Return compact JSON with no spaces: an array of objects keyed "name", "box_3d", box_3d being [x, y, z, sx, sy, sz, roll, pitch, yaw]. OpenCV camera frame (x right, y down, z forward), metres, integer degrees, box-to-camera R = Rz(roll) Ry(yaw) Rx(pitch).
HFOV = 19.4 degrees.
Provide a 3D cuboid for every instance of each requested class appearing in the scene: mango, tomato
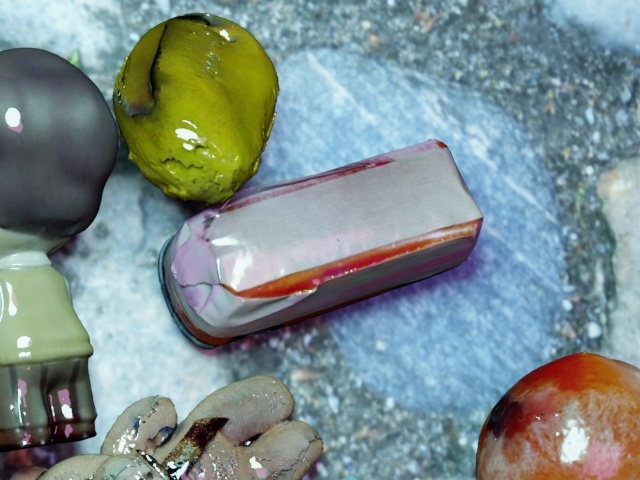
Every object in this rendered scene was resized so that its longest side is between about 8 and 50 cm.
[{"name":"mango","box_3d":[-0.111,-0.120,1.746,0.156,0.248,0.151,-12,120,-1]},{"name":"tomato","box_3d":[0.245,0.206,1.777,0.208,0.208,0.184,-33,88,-19]}]

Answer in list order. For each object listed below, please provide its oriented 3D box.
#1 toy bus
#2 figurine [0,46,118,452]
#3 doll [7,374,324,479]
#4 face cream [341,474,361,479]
[{"name":"toy bus","box_3d":[0.000,0.000,1.790,0.303,0.147,0.127,-17,77,-19]},{"name":"figurine","box_3d":[-0.286,0.002,1.697,0.218,0.206,0.365,-1,95,-40]},{"name":"doll","box_3d":[-0.128,0.219,1.700,0.303,0.156,0.201,-34,73,-24]},{"name":"face cream","box_3d":[0.103,0.327,1.777,0.250,0.077,0.077,39,71,-6]}]
